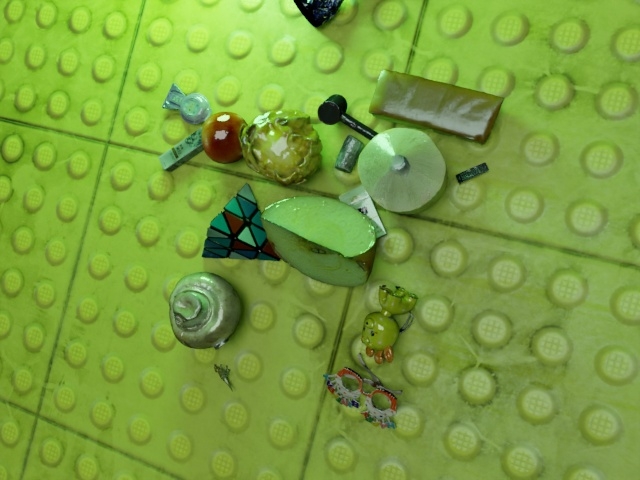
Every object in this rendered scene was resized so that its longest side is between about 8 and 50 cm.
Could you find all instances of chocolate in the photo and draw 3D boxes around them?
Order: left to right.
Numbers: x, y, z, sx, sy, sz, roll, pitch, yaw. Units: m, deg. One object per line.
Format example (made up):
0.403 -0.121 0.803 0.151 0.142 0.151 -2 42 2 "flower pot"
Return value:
0.088 -0.786 1.834 0.343 0.126 0.148 -32 39 6 "chocolate"

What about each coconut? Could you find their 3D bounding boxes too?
0.232 -0.188 1.656 0.239 0.244 0.239 -2 85 20 "coconut"

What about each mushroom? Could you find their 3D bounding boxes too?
-0.360 0.220 1.861 0.255 0.184 0.254 -5 70 14 "mushroom"

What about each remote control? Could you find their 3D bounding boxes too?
0.431 -0.191 1.708 0.091 0.016 0.034 -24 63 15 "remote control"

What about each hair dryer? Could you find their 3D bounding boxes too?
0.115 -0.350 1.802 0.248 0.114 0.070 30 120 0 "hair dryer"

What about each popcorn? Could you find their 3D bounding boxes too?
-0.109 -0.285 1.812 0.250 0.190 0.250 0 87 -1 "popcorn"

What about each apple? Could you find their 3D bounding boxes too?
-0.294 -0.324 1.892 0.139 0.163 0.163 -8 83 16 "apple"
0.000 0.000 1.747 0.346 0.179 0.254 22 98 13 "apple"

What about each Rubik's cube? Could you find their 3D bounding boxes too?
-0.225 -0.069 1.895 0.250 0.284 0.234 13 67 -5 "Rubik's cube"

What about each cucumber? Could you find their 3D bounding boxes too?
0.083 -0.259 1.809 0.064 0.064 0.112 30 99 19 "cucumber"

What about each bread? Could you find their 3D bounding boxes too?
0.329 -0.381 1.727 0.361 0.077 0.138 20 91 19 "bread"

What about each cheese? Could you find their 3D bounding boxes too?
-0.443 -0.451 2.014 0.191 0.042 0.105 26 93 21 "cheese"

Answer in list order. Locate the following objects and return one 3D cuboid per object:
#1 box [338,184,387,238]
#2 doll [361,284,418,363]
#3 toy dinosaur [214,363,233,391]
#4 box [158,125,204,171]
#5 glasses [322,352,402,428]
0.127 -0.076 1.798 0.090 0.024 0.166 -26 79 16 "box"
0.183 0.240 1.713 0.143 0.135 0.220 27 102 51 "doll"
-0.300 0.426 1.901 0.113 0.026 0.041 42 106 26 "toy dinosaur"
-0.438 -0.308 2.002 0.218 0.039 0.055 -32 75 13 "box"
0.127 0.437 1.741 0.255 0.095 0.162 32 123 17 "glasses"
